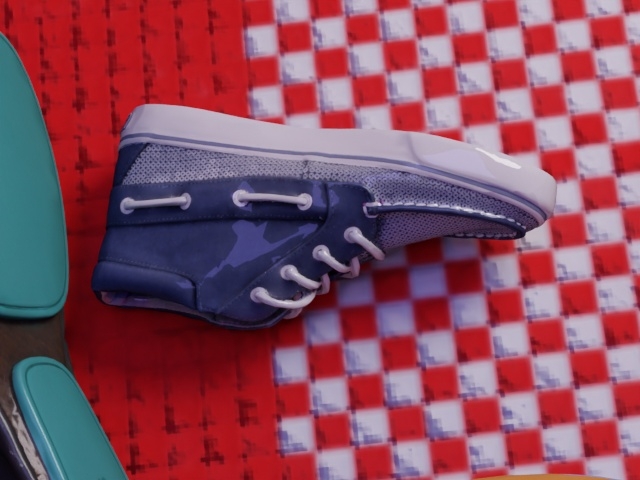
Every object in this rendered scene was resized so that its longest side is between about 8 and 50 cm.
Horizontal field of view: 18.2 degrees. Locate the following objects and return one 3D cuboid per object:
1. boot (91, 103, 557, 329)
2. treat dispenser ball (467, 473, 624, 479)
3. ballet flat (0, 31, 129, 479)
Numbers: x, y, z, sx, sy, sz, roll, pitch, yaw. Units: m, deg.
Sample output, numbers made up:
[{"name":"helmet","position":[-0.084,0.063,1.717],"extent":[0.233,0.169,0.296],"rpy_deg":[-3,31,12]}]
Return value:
[{"name":"boot","position":[0.000,0.000,0.836],"extent":[0.190,0.069,0.086],"rpy_deg":[7,75,16]},{"name":"treat dispenser ball","position":[0.070,0.215,0.613],"extent":[0.288,0.288,0.288],"rpy_deg":[-2,67,4]},{"name":"ballet flat","position":[-0.142,0.048,0.801],"extent":[0.096,0.095,0.280],"rpy_deg":[-23,71,19]}]
